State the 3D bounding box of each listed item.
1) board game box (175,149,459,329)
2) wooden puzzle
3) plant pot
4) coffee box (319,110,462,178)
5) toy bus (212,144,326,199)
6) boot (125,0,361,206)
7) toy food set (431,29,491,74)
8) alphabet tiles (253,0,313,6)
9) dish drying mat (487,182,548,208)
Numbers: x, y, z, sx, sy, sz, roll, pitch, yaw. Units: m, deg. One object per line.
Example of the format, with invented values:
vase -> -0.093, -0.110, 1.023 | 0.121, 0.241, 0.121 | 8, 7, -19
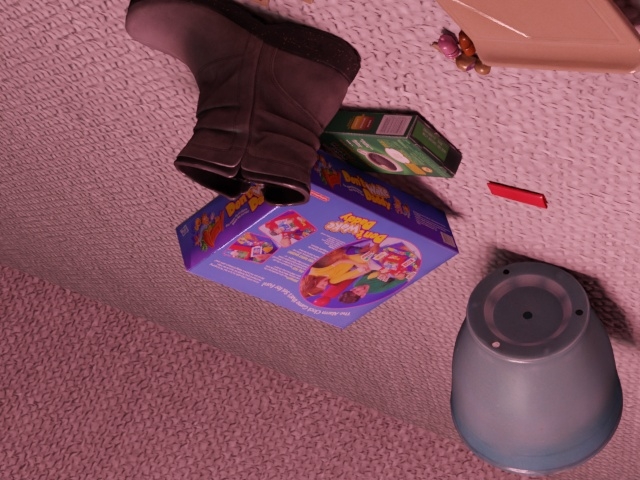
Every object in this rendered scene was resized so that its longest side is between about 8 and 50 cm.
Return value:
board game box -> 0.000, 0.000, 2.245 | 0.233, 0.078, 0.347 | -35, 144, 26
wooden puzzle -> 0.194, -0.258, 1.585 | 0.221, 0.044, 0.238 | 9, 153, 44
plant pot -> 0.323, 0.175, 2.400 | 0.272, 0.271, 0.255 | 18, 147, 23
coffee box -> 0.087, -0.131, 2.127 | 0.184, 0.040, 0.113 | 7, 157, 46
toy bus -> -0.100, -0.060, 2.325 | 0.149, 0.211, 0.220 | 25, 162, 5
boot -> -0.136, -0.180, 1.971 | 0.338, 0.222, 0.118 | 17, 163, 25
toy food set -> 0.172, -0.213, 1.783 | 0.078, 0.019, 0.122 | 30, 163, -17
alphabet tiles -> -0.134, -0.369, 1.760 | 0.285, 0.011, 0.342 | 23, 164, 5
dish drying mat -> 0.267, -0.062, 2.142 | 0.083, 0.008, 0.032 | 17, 161, 29
